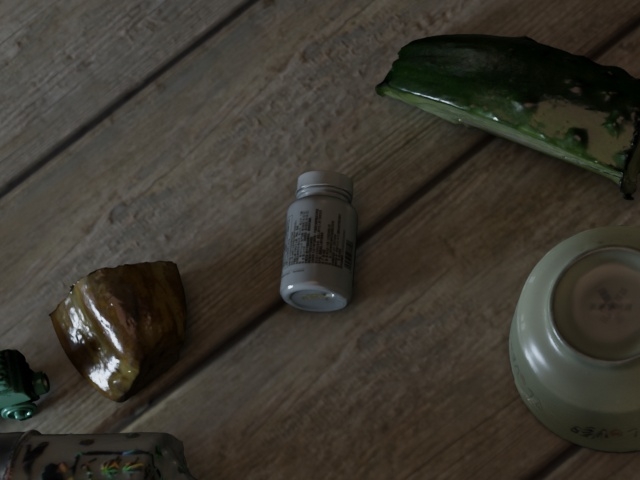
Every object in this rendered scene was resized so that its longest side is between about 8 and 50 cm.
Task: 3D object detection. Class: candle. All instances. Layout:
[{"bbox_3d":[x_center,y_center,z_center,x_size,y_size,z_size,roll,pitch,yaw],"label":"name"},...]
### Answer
[{"bbox_3d":[-0.201,0.286,1.865,0.330,0.187,0.187,-1,67,13],"label":"candle"}]

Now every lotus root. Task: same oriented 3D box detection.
[{"bbox_3d":[-0.215,0.089,2.003,0.159,0.095,0.135,-33,67,6],"label":"lotus root"}]

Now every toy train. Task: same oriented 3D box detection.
[{"bbox_3d":[-0.384,0.169,2.007,0.172,0.099,0.070,-17,65,6],"label":"toy train"}]

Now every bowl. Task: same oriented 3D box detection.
[{"bbox_3d":[0.298,0.085,1.849,0.237,0.126,0.238,-5,68,12],"label":"bowl"}]

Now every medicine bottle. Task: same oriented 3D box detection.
[{"bbox_3d":[0.000,0.000,1.988,0.079,0.079,0.140,-2,67,14],"label":"medicine bottle"}]

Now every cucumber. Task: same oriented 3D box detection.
[{"bbox_3d":[0.211,-0.163,1.993,0.325,0.105,0.145,21,75,25],"label":"cucumber"}]
